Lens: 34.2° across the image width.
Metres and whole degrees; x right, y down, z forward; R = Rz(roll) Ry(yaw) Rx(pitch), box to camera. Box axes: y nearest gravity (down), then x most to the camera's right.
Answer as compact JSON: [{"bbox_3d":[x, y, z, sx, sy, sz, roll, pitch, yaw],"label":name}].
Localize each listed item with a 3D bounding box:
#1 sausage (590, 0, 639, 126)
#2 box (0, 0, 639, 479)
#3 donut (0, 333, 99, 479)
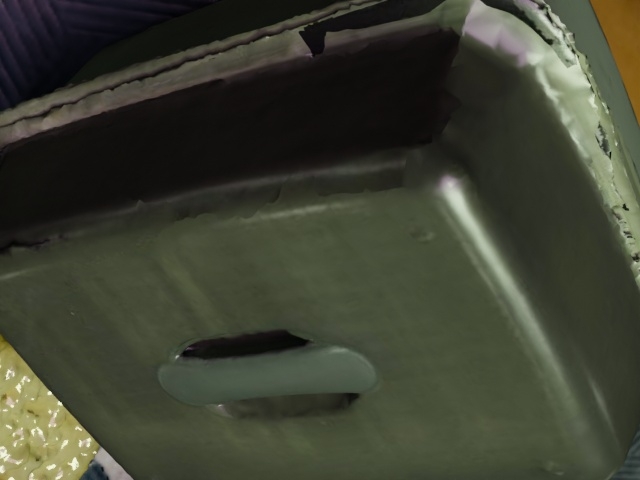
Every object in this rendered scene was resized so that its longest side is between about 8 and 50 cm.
[{"bbox_3d":[0.085,-0.116,0.518,0.354,0.116,0.134,35,111,-22],"label":"sausage"},{"bbox_3d":[0.000,0.000,0.460,0.290,0.166,0.221,-11,127,32],"label":"box"},{"bbox_3d":[-0.217,0.149,0.557,0.112,0.151,0.295,25,97,-35],"label":"donut"}]
